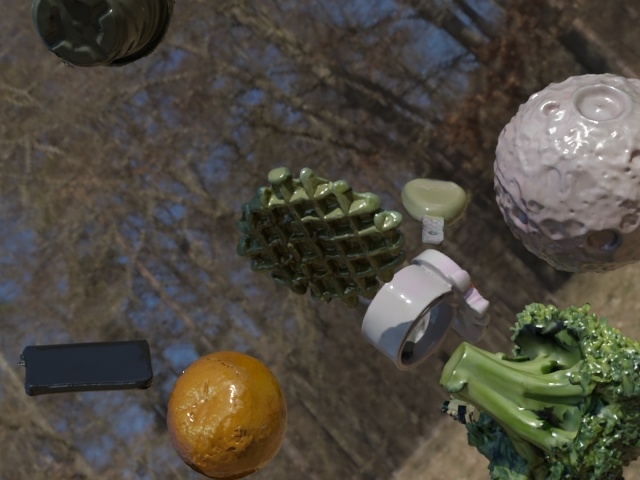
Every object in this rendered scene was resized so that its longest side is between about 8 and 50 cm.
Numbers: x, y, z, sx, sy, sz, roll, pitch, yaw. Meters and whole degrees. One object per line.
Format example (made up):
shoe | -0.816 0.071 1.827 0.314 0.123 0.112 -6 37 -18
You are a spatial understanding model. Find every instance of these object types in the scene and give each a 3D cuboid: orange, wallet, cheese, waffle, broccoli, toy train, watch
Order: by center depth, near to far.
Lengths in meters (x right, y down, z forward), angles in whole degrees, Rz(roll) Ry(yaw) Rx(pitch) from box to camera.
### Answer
broccoli | 0.298 0.204 1.378 0.235 0.260 0.288 -15 -41 -60
cheese | 0.157 -0.037 1.492 0.192 0.097 0.037 -74 -10 -66
toy train | 0.287 0.286 1.789 0.085 0.053 0.250 -17 7 -25
orange | -0.160 0.302 1.850 0.219 0.219 0.193 -48 -53 10
waffle | 0.000 0.000 1.953 0.292 0.309 0.056 -57 10 44
wallet | -0.444 0.243 2.032 0.250 0.149 0.044 -2 -61 -15
watch | 0.216 0.168 2.202 0.231 0.196 0.244 -44 -30 -17

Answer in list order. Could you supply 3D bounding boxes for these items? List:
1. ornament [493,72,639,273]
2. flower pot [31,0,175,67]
ornament | 0.350 -0.094 1.372 0.259 0.259 0.225 -36 -36 -19
flower pot | -0.351 -0.356 1.643 0.235 0.236 0.140 -61 5 37
